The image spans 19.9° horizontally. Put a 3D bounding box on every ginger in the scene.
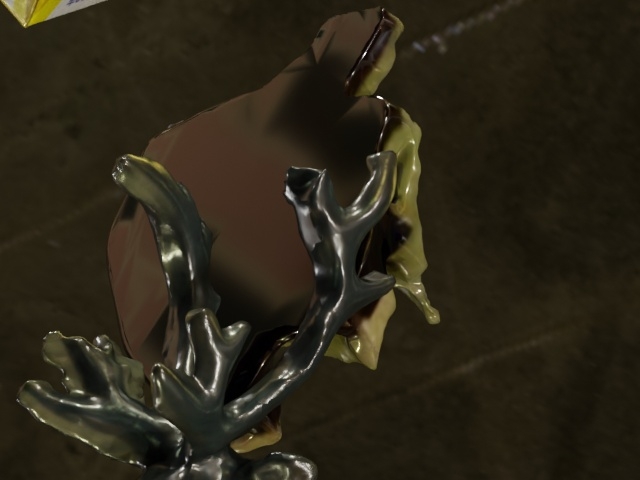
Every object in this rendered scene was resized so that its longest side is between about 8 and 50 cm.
[{"bbox_3d":[0.000,0.000,1.606,0.358,0.211,0.413,-37,42,26],"label":"ginger"}]

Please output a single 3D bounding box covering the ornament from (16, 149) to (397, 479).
[{"bbox_3d":[0.008,0.084,0.540,0.080,0.202,0.236,-9,92,44],"label":"ornament"}]

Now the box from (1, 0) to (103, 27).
[{"bbox_3d":[-0.110,-0.235,1.021,0.168,0.265,0.097,47,129,10],"label":"box"}]
